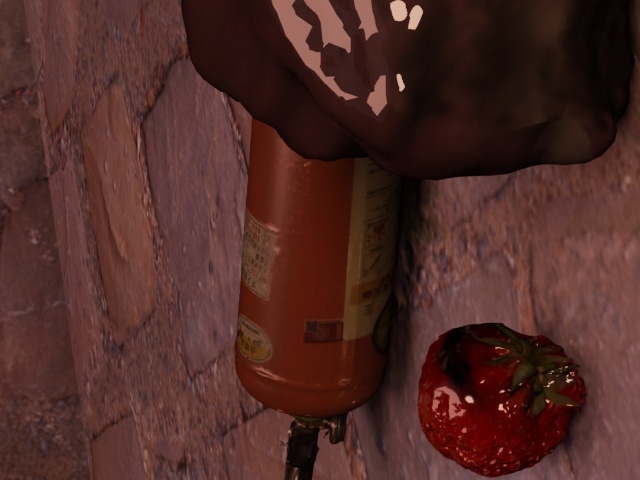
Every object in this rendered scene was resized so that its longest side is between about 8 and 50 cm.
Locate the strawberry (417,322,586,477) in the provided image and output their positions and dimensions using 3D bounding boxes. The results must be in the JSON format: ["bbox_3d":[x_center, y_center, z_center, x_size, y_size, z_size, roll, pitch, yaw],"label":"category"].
[{"bbox_3d":[0.101,0.099,1.049,0.106,0.106,0.106,174,90,-69],"label":"strawberry"}]

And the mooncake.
[{"bbox_3d":[0.037,-0.226,0.909,0.350,0.212,0.381,38,136,49],"label":"mooncake"}]

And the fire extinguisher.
[{"bbox_3d":[0.010,0.003,1.299,0.200,0.113,0.376,-44,-37,-60],"label":"fire extinguisher"}]
